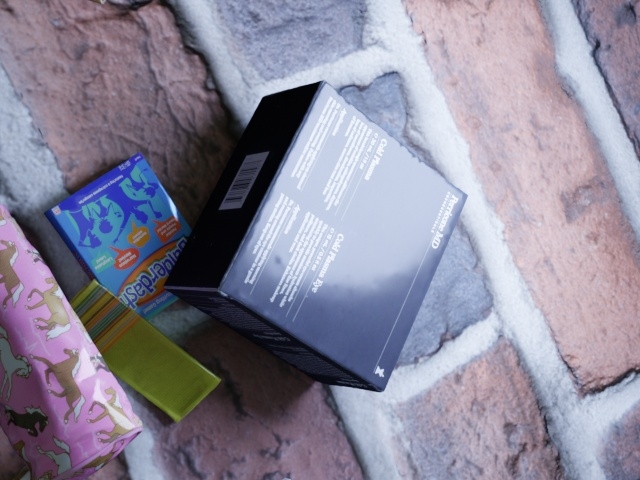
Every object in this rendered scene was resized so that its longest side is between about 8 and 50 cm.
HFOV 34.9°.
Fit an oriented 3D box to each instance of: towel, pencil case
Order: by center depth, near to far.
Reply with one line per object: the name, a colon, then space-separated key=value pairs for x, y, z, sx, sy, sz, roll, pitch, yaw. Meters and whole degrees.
pencil case: x=-0.386 y=0.139 z=1.312 sx=0.160 sy=0.167 sz=0.386 roll=-31 pitch=82 yaw=-26
towel: x=-0.262 y=0.160 z=1.445 sx=0.237 sy=0.021 sz=0.102 roll=41 pitch=111 yaw=-15

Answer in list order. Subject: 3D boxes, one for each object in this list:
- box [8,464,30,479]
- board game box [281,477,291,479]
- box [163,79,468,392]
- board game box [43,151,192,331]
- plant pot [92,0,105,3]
box: x=-0.389 y=0.341 z=1.375 sx=0.324 sy=0.067 sz=0.063 roll=-43 pitch=100 yaw=-21
board game box: x=-0.054 y=0.451 z=1.531 sx=0.103 sy=0.026 sz=0.154 roll=-30 pitch=96 yaw=-24
box: x=0.000 y=0.000 z=1.500 sx=0.312 sy=0.179 sz=0.343 roll=35 pitch=71 yaw=-27
board game box: x=-0.272 y=0.003 z=1.478 sx=0.160 sy=0.047 sz=0.210 roll=-37 pitch=100 yaw=-23
plant pot: x=-0.410 y=-0.464 z=1.395 sx=0.254 sy=0.237 sz=0.237 roll=8 pitch=80 yaw=-9
